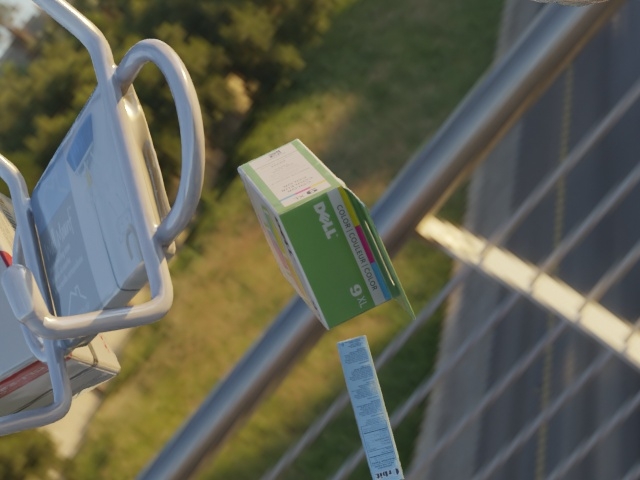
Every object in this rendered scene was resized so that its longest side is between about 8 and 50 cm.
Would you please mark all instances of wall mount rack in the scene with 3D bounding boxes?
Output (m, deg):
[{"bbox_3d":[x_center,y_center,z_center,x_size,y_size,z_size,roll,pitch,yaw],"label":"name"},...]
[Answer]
[{"bbox_3d":[-0.200,-0.053,0.973,0.130,0.304,0.350,-8,-19,-29],"label":"wall mount rack"}]

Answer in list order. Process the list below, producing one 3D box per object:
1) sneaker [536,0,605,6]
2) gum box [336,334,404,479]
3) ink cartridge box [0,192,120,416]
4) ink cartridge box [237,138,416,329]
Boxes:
[{"bbox_3d":[0.285,-0.319,1.899,0.121,0.262,0.099,151,115,-66],"label":"sneaker"},{"bbox_3d":[0.064,0.222,2.007,0.041,0.184,0.157,-14,-11,-1],"label":"gum box"},{"bbox_3d":[-0.312,0.062,1.538,0.114,0.197,0.273,-30,-11,1],"label":"ink cartridge box"},{"bbox_3d":[0.000,0.000,1.266,0.062,0.109,0.209,-26,22,-7],"label":"ink cartridge box"}]
